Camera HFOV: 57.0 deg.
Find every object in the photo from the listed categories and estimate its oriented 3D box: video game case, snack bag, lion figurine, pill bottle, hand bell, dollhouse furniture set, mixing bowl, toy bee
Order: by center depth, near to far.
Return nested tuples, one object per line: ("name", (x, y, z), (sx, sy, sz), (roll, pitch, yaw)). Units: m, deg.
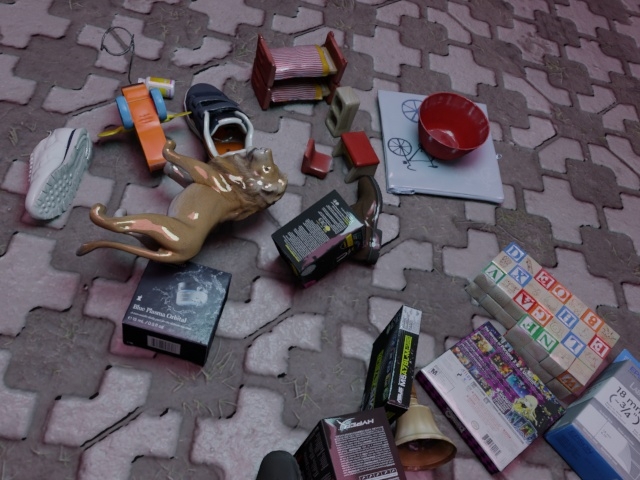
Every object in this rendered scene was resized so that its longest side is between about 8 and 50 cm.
("hand bell", (0.167, 0.290, 1.109), (0.126, 0.126, 0.242), (7, 43, -11))
("lion figurine", (-0.242, -0.055, 1.119), (0.240, 0.142, 0.392), (31, 56, 3))
("video game case", (0.336, 0.302, 1.166), (0.210, 0.041, 0.232), (-28, 68, -29))
("toy bee", (-0.387, -0.289, 1.308), (0.196, 0.162, 0.298), (3, 84, -14))
("pill bottle", (-0.391, -0.367, 1.407), (0.084, 0.043, 0.043), (6, 56, -12))
("dollhouse furniture set", (-0.011, -0.320, 1.416), (0.202, 0.152, 0.373), (-12, 61, -23))
("mixing bowl", (0.314, -0.267, 1.463), (0.182, 0.098, 0.181), (6, 58, -10))
("snack bag", (0.312, -0.243, 1.528), (0.324, 0.037, 0.342), (5, 59, -12))

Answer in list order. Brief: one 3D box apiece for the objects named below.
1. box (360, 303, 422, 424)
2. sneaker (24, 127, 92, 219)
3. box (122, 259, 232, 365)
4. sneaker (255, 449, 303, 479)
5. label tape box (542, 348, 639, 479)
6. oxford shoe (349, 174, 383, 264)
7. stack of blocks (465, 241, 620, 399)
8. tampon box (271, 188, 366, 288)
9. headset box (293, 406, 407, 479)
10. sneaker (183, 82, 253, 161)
("box", (0.123, 0.238, 1.063), (0.045, 0.184, 0.190), (19, 55, -5))
("sneaker", (-0.548, -0.138, 1.197), (0.095, 0.090, 0.235), (7, 51, 4))
("box", (-0.262, 0.124, 1.087), (0.156, 0.093, 0.158), (16, 53, -5))
("sneaker", (-0.111, 0.464, 0.863), (0.146, 0.122, 0.330), (26, 50, -23))
("label tape box", (0.644, 0.371, 1.168), (0.334, 0.105, 0.240), (-31, 70, -30))
("oxford shoe", (0.086, -0.059, 1.314), (0.096, 0.082, 0.227), (10, 55, -7))
("stack of blocks", (0.461, 0.166, 1.264), (0.171, 0.087, 0.297), (-35, 72, -31))
("tampon box", (0.000, 0.000, 1.195), (0.161, 0.120, 0.101), (-36, 70, -8))
("headset box", (0.060, 0.434, 0.893), (0.110, 0.218, 0.293), (-6, 58, -19))
("sneaker", (-0.225, -0.268, 1.341), (0.126, 0.127, 0.321), (-14, 61, -22))
